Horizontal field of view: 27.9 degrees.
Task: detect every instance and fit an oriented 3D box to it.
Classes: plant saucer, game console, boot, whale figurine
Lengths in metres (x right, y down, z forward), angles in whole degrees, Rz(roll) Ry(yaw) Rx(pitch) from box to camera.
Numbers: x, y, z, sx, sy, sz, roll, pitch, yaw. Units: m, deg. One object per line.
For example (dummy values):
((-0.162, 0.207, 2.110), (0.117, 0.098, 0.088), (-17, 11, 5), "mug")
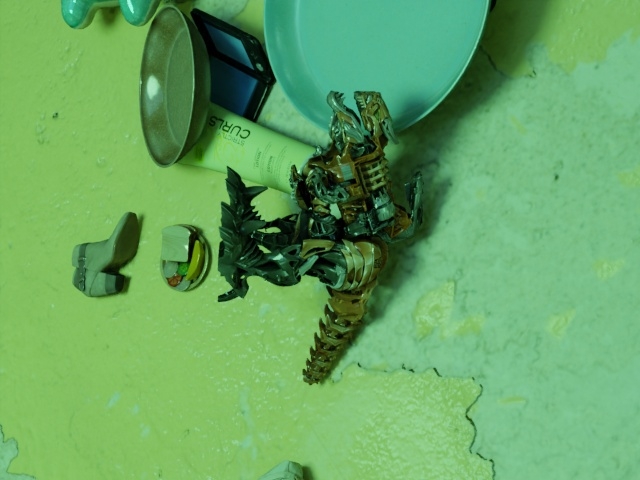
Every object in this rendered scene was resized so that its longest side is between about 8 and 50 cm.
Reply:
((0.066, -0.269, 1.435), (0.318, 0.044, 0.317), (-3, 86, 41), "plant saucer")
((-0.122, -0.210, 1.582), (0.122, 0.107, 0.071), (31, 70, 34), "game console")
((-0.282, 0.016, 1.659), (0.087, 0.042, 0.118), (11, 86, 37), "boot")
((-0.286, -0.376, 1.663), (0.216, 0.141, 0.272), (-56, 44, 11), "whale figurine")
((-0.176, -0.188, 1.583), (0.198, 0.036, 0.198), (0, 90, 63), "plant saucer")

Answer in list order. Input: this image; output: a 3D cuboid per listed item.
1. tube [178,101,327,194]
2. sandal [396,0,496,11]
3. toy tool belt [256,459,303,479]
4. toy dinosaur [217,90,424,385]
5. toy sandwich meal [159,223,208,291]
((-0.089, -0.107, 1.546), (0.240, 0.062, 0.070), (24, 64, 41), "tube")
((0.113, -0.282, 1.453), (0.179, 0.040, 0.067), (7, 85, 35), "sandal")
((-0.050, 0.285, 1.440), (0.083, 0.052, 0.051), (-38, 53, 23), "toy tool belt")
((0.000, 0.000, 1.393), (0.218, 0.164, 0.322), (4, 87, -4), "toy dinosaur")
((-0.173, 0.021, 1.590), (0.085, 0.029, 0.085), (-8, 76, 33), "toy sandwich meal")
